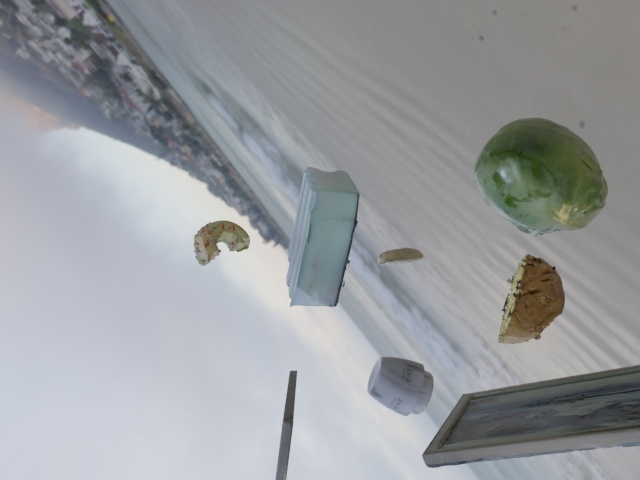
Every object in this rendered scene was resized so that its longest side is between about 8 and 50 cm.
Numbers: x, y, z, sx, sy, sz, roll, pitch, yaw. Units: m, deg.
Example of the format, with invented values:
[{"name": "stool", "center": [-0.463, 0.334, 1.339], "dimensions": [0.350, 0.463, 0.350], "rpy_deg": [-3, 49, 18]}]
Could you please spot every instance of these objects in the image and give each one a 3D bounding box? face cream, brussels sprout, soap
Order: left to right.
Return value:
[{"name": "soap", "center": [0.000, 0.000, 1.038], "dimensions": [0.145, 0.091, 0.230], "rpy_deg": [-107, 26, -59]}, {"name": "face cream", "center": [0.133, 0.240, 0.942], "dimensions": [0.095, 0.091, 0.091], "rpy_deg": [21, 179, -3]}, {"name": "brussels sprout", "center": [0.414, -0.118, 1.068], "dimensions": [0.244, 0.244, 0.244], "rpy_deg": [51, 178, 3]}]

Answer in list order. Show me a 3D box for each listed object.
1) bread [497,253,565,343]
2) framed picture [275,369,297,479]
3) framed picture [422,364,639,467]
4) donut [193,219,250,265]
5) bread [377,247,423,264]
[{"name": "bread", "center": [0.600, 0.181, 1.604], "dimensions": [0.147, 0.260, 0.160], "rpy_deg": [16, 152, 12]}, {"name": "framed picture", "center": [-0.069, 0.412, 0.968], "dimensions": [0.020, 0.324, 0.240], "rpy_deg": [7, -174, -1]}, {"name": "framed picture", "center": [0.301, 0.206, 0.688], "dimensions": [0.232, 0.315, 0.024], "rpy_deg": [-9, -97, -64]}, {"name": "donut", "center": [-0.270, -0.006, 1.524], "dimensions": [0.065, 0.166, 0.108], "rpy_deg": [-38, 79, 49]}, {"name": "bread", "center": [0.270, 0.052, 1.923], "dimensions": [0.214, 0.073, 0.053], "rpy_deg": [-4, -105, -44]}]
